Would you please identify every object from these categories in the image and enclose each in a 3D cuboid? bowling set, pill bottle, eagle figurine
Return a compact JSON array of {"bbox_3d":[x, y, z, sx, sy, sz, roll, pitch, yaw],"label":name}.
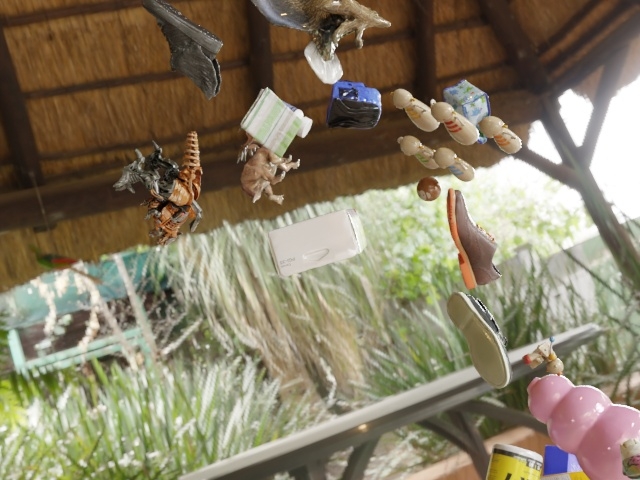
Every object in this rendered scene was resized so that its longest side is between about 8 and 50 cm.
[{"bbox_3d":[0.248,-0.184,1.393,0.287,0.200,0.154,23,-2,42],"label":"bowling set"},{"bbox_3d":[0.446,0.597,1.583,0.119,0.208,0.119,15,-18,5],"label":"pill bottle"},{"bbox_3d":[-0.119,-0.427,2.341,0.094,0.169,0.094,-59,-9,-16],"label":"pill bottle"},{"bbox_3d":[-0.006,-0.452,1.316,0.225,0.226,0.298,-30,35,-26],"label":"eagle figurine"}]

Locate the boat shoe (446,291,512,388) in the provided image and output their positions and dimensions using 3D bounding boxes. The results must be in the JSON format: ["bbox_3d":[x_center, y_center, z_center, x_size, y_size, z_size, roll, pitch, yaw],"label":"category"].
[{"bbox_3d":[0.508,0.299,2.052,0.113,0.340,0.127,7,-54,-32],"label":"boat shoe"}]

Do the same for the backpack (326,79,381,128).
[{"bbox_3d":[0.081,-0.319,1.563,0.120,0.101,0.098,7,-33,-6],"label":"backpack"}]

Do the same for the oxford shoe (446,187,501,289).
[{"bbox_3d":[0.363,-0.012,1.601,0.098,0.271,0.097,-14,29,13],"label":"oxford shoe"}]

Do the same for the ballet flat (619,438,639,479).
[{"bbox_3d":[0.657,0.453,1.393,0.077,0.079,0.221,-23,-26,16],"label":"ballet flat"}]

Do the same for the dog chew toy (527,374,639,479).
[{"bbox_3d":[0.662,0.459,1.666,0.206,0.332,0.206,-32,-39,-30],"label":"dog chew toy"}]

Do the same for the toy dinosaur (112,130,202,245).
[{"bbox_3d":[-0.385,-0.141,1.744,0.322,0.218,0.164,-58,-5,9],"label":"toy dinosaur"}]

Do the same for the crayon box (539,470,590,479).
[{"bbox_3d":[0.702,0.706,1.734,0.323,0.203,0.083,-5,-44,-6],"label":"crayon box"}]

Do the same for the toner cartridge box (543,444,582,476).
[{"bbox_3d":[0.771,0.768,2.100,0.075,0.165,0.348,-2,-31,32],"label":"toner cartridge box"}]

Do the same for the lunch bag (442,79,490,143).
[{"bbox_3d":[0.422,-0.362,1.923,0.096,0.129,0.151,-28,-52,-2],"label":"lunch bag"}]

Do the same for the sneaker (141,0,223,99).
[{"bbox_3d":[-0.222,-0.306,1.062,0.089,0.170,0.051,-56,6,22],"label":"sneaker"}]

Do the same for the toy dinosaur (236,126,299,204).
[{"bbox_3d":[-0.191,-0.222,2.051,0.200,0.295,0.127,15,-27,11],"label":"toy dinosaur"}]

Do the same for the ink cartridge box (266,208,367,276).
[{"bbox_3d":[0.000,0.000,1.694,0.207,0.117,0.283,-17,0,7],"label":"ink cartridge box"}]

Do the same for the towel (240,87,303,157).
[{"bbox_3d":[-0.116,-0.280,1.608,0.152,0.023,0.113,37,-96,-48],"label":"towel"}]

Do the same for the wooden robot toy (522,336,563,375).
[{"bbox_3d":[0.507,0.275,1.511,0.076,0.079,0.173,-34,-19,0],"label":"wooden robot toy"}]
